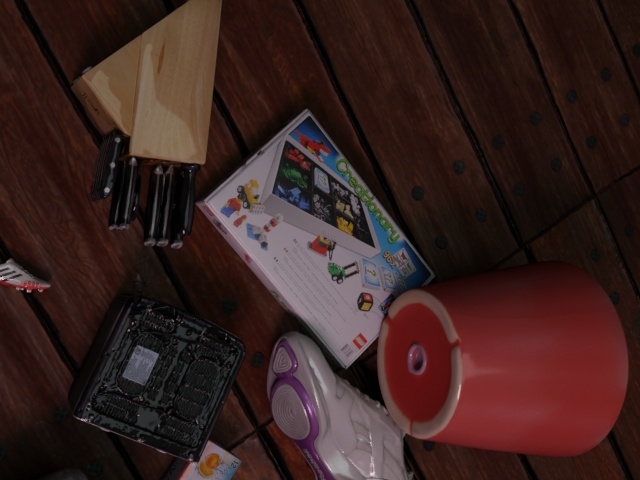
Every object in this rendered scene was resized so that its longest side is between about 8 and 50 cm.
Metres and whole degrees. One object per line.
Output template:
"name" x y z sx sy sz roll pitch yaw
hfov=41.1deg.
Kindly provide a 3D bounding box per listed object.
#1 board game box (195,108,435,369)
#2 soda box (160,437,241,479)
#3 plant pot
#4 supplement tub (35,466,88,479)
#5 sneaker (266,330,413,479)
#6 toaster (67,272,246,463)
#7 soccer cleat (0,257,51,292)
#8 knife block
"board game box" 0.000 0.000 1.167 0.193 0.053 0.305 -44 107 -18
"soda box" -0.180 0.336 1.082 0.063 0.058 0.183 38 76 -20
"plant pot" 0.227 0.161 1.151 0.243 0.275 0.274 2 89 -27
"supplement tub" -0.377 0.405 0.909 0.338 0.207 0.207 -24 100 -24
"sneaker" 0.030 0.245 1.167 0.152 0.114 0.305 -35 109 -35
"toaster" -0.198 0.156 1.044 0.168 0.110 0.185 27 79 -23
"soccer cleat" -0.362 0.040 1.014 0.083 0.029 0.035 13 89 -20
"knife block" -0.180 -0.137 1.066 0.276 0.088 0.242 -42 107 -19
